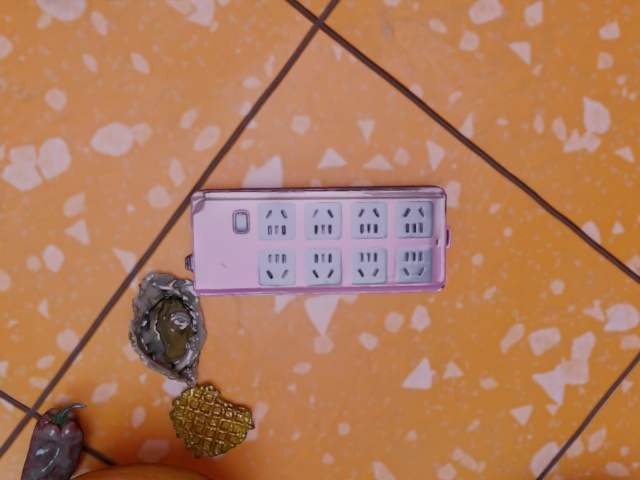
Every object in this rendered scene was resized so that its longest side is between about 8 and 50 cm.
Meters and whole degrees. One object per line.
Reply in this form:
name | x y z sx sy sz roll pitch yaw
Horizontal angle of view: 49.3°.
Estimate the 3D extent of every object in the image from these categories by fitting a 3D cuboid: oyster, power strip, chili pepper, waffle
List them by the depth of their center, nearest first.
power strip | 0.000 0.000 0.710 0.278 0.037 0.109 -1 99 -5
oyster | -0.154 0.088 0.718 0.098 0.037 0.100 27 74 -26
chili pepper | -0.276 0.224 0.718 0.050 0.041 0.153 27 112 12
waffle | -0.117 0.189 0.738 0.078 0.016 0.085 -40 99 1

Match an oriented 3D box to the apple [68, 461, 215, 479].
apple | -0.176 0.342 0.626 0.232 0.286 0.286 8 97 4
